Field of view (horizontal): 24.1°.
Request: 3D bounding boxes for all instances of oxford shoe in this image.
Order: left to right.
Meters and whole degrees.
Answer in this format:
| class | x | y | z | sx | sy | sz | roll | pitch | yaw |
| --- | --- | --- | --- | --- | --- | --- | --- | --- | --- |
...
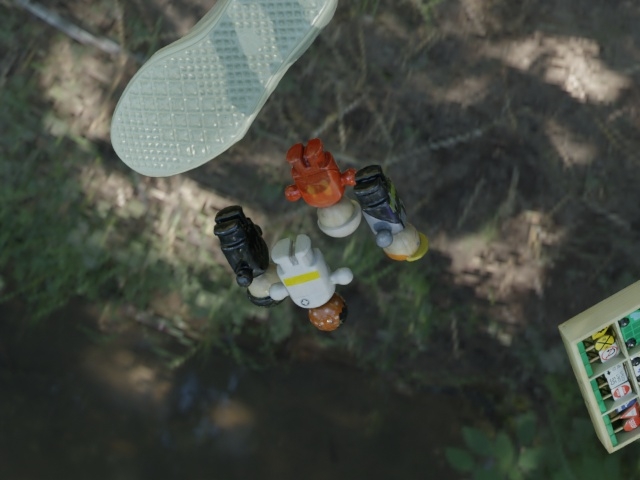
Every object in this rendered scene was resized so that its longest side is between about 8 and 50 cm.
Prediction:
| class | x | y | z | sx | sy | sz | roll | pitch | yaw |
| --- | --- | --- | --- | --- | --- | --- | --- | --- | --- |
| oxford shoe | -0.123 | -0.252 | 2.079 | 0.169 | 0.130 | 0.449 | 42 | 117 | -6 |

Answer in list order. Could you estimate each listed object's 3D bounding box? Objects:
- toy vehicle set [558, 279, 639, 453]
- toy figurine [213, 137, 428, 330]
| class | x | y | z | sx | sy | sz | roll | pitch | yaw |
| --- | --- | --- | --- | --- | --- | --- | --- | --- | --- |
| toy vehicle set | 0.421 | 0.162 | 1.992 | 0.166 | 0.035 | 0.267 | -29 | 135 | -1 |
| toy figurine | 0.000 | 0.000 | 1.844 | 0.209 | 0.213 | 0.148 | 23 | 150 | 48 |
